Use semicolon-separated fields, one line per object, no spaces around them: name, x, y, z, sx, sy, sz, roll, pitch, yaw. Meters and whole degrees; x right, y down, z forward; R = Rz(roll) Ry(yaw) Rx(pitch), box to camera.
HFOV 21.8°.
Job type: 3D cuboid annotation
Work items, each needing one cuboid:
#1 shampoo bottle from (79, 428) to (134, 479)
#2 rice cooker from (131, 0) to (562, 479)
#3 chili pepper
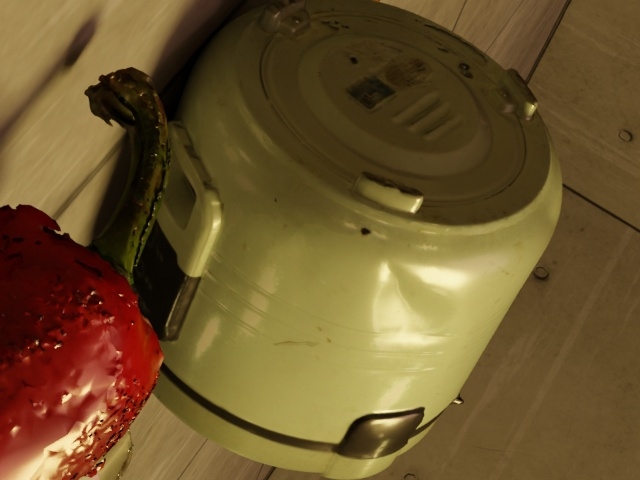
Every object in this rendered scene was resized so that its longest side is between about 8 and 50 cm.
shampoo bottle;-0.197;0.195;1.004;0.227;0.056;0.086;-52;172;-42
rice cooker;0.000;0.000;0.926;0.226;0.226;0.244;-51;169;-45
chili pepper;-0.158;0.098;0.640;0.387;0.110;0.110;-53;172;-15
